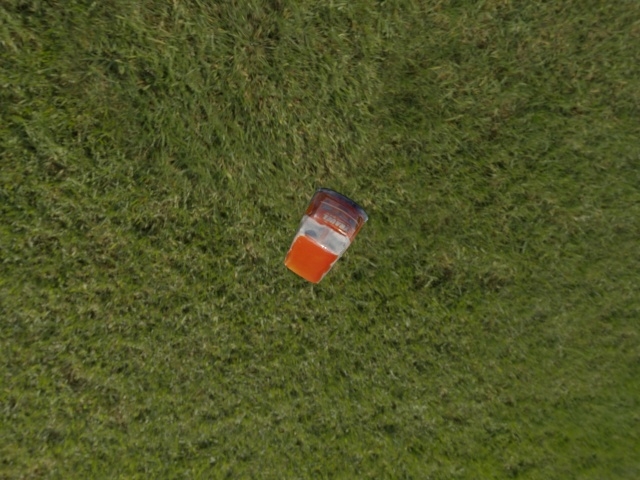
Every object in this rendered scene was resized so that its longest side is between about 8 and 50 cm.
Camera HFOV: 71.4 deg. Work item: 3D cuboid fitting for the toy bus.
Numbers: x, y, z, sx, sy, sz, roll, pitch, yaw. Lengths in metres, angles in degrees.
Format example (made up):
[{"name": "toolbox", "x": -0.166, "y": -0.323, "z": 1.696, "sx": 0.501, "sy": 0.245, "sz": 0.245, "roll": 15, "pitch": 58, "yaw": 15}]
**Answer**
[{"name": "toy bus", "x": 0.000, "y": 0.000, "z": 0.591, "sx": 0.079, "sy": 0.174, "sz": 0.077, "roll": 32, "pitch": 69, "yaw": 0}]
